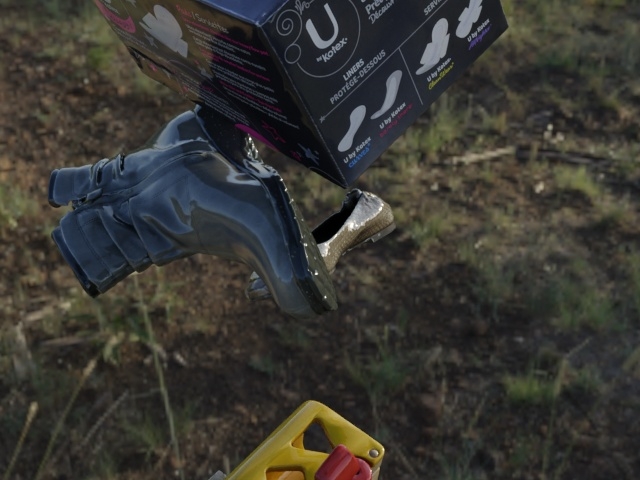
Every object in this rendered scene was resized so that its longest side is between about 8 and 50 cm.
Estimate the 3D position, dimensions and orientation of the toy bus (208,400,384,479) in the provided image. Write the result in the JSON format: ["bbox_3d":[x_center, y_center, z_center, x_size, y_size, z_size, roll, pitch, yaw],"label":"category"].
[{"bbox_3d":[-0.041,0.217,0.823,0.104,0.191,0.202,32,3,23],"label":"toy bus"}]

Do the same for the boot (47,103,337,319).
[{"bbox_3d":[-0.097,0.001,0.744,0.161,0.083,0.246,-29,43,-4],"label":"boot"}]

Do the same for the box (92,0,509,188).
[{"bbox_3d":[-0.031,-0.174,0.695,0.163,0.142,0.247,-46,47,-13],"label":"box"}]

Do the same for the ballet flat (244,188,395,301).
[{"bbox_3d":[0.000,0.000,1.108,0.084,0.058,0.250,-9,14,38],"label":"ballet flat"}]
